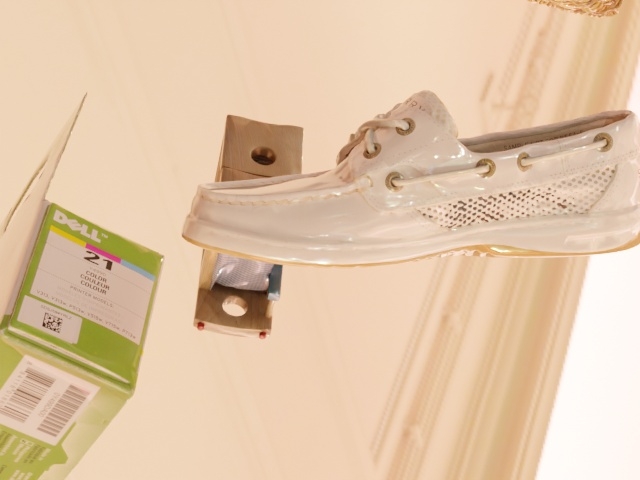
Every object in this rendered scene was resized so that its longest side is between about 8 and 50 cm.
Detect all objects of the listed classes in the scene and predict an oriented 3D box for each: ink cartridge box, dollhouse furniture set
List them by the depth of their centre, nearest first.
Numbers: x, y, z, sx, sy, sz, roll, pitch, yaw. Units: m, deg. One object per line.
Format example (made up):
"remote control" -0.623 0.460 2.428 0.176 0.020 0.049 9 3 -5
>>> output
"ink cartridge box" -0.192 0.045 0.980 0.097 0.189 0.255 27 -141 -18
"dollhouse furniture set" 0.000 0.000 1.116 0.184 0.129 0.129 9 -133 -7

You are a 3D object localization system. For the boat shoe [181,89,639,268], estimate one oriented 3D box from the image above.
"boat shoe" 0.056 -0.040 0.796 0.277 0.096 0.098 -4 -165 -12

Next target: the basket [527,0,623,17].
"basket" 0.264 -0.426 1.562 0.214 0.299 0.223 17 -174 23
